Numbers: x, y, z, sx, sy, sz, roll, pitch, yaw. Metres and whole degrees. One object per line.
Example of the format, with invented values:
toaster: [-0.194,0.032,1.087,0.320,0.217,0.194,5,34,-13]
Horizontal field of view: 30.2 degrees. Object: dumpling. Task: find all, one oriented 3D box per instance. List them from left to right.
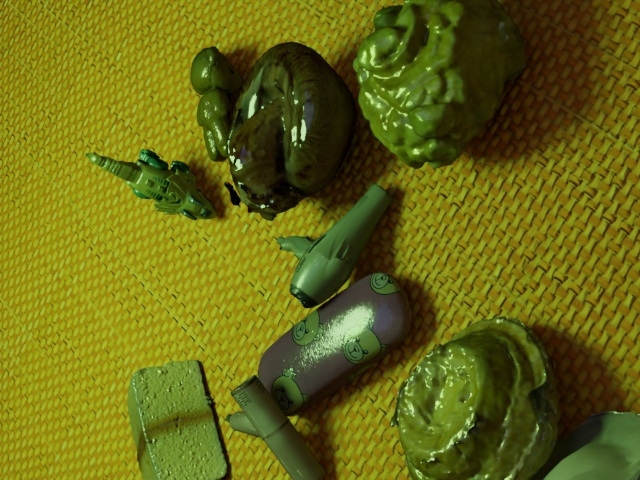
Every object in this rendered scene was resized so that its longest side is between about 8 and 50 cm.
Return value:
dumpling: [0.324,0.385,1.502,0.260,0.181,0.341,12,100,63]

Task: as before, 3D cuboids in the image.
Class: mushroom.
mushroom: [-0.054,-0.166,1.940,0.263,0.195,0.283,7,69,50]

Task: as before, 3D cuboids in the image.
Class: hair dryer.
hair dryer: [-0.098,0.325,1.951,0.195,0.053,0.220,54,154,-2]
hair dryer: [0.025,-0.014,1.922,0.219,0.088,0.225,-42,27,11]

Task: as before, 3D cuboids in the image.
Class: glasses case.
glasses case: [0.018,0.167,1.880,0.316,0.075,0.123,-39,58,29]

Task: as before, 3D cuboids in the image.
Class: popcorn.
popcorn: [0.161,-0.238,1.748,0.241,0.235,0.250,-17,47,63]

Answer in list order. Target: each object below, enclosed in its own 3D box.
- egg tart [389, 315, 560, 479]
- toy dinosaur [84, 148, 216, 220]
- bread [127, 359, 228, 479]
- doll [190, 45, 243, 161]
egg tart: [0.201,0.234,1.633,0.290,0.115,0.290,-34,43,38]
toy dinosaur: [-0.311,-0.112,2.145,0.094,0.259,0.153,-61,22,10]
bread: [-0.262,0.359,2.122,0.178,0.135,0.240,112,143,-55]
doll: [-0.183,-0.251,2.165,0.137,0.097,0.210,175,87,-73]
